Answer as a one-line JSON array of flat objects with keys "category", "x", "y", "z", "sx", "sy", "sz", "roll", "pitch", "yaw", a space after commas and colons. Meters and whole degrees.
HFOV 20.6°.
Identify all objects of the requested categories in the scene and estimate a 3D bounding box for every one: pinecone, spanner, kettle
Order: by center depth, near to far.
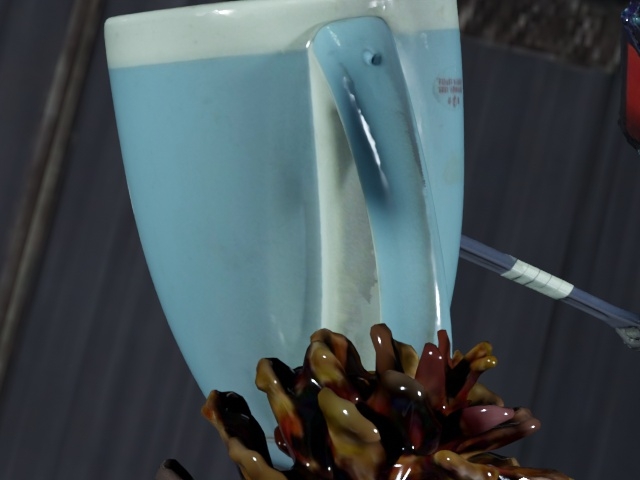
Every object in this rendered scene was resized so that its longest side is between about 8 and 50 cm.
[{"category": "pinecone", "x": -0.003, "y": 0.167, "z": 0.806, "sx": 0.246, "sy": 0.292, "sz": 0.246, "roll": 25, "pitch": 11, "yaw": -5}, {"category": "kettle", "x": 0.000, "y": 0.000, "z": 1.218, "sx": 0.247, "sy": 0.342, "sz": 0.319, "roll": -8, "pitch": 6, "yaw": -19}, {"category": "spanner", "x": 0.250, "y": 0.056, "z": 1.851, "sx": 0.315, "sy": 0.024, "sz": 0.087, "roll": 24, "pitch": -21, "yaw": -2}]

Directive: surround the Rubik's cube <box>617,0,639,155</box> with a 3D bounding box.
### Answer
[{"category": "Rubik's cube", "x": 0.398, "y": -0.113, "z": 1.358, "sx": 0.248, "sy": 0.246, "sz": 0.250, "roll": 52, "pitch": -5, "yaw": 21}]
